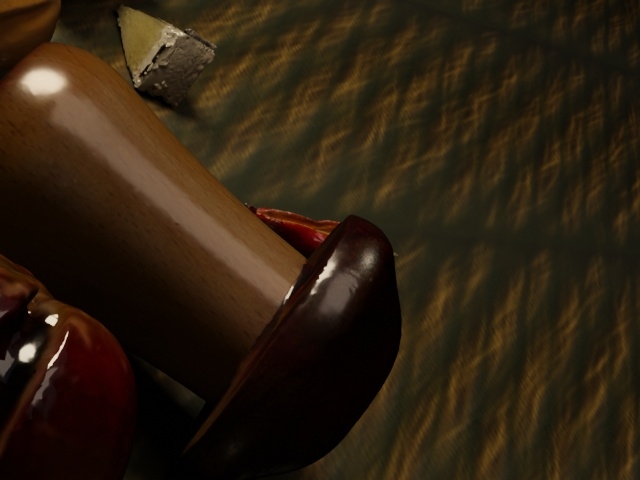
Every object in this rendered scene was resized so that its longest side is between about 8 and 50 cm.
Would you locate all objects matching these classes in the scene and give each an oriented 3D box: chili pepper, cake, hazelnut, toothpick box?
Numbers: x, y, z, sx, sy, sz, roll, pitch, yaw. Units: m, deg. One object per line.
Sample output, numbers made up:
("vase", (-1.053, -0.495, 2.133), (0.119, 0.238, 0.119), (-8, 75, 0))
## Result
("chili pepper", (0.000, 0.000, 1.357), (0.178, 0.027, 0.045), (18, 32, -45))
("cake", (-0.144, -0.165, 1.388), (0.052, 0.065, 0.121), (25, 9, -37))
("hazelnut", (-0.195, 0.080, 0.793), (0.204, 0.178, 0.178), (33, 27, -13))
("toothpick box", (-0.090, 0.016, 1.016), (0.294, 0.192, 0.192), (38, 25, -4))

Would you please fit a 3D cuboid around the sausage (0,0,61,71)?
("sausage", (-0.263, -0.217, 1.174), (0.136, 0.120, 0.241), (-10, 50, -21))
